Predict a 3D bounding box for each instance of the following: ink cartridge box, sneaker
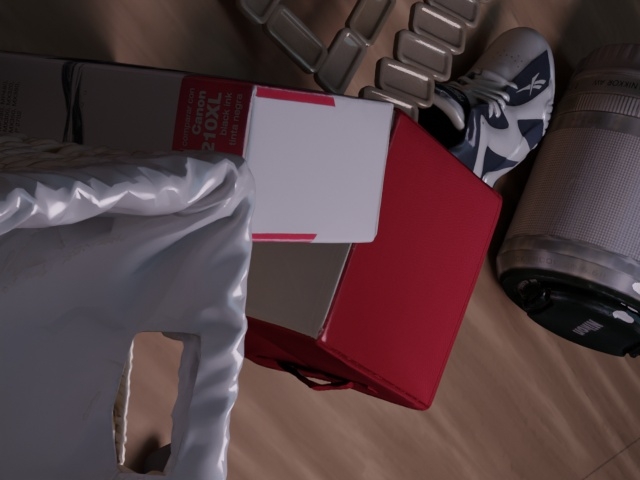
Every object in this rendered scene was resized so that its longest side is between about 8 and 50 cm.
[{"bbox_3d":[-0.099,-0.063,1.286,0.172,0.237,0.100,1,97,-58],"label":"ink cartridge box"},{"bbox_3d":[0.136,-0.126,1.776,0.235,0.094,0.153,-54,152,-16],"label":"sneaker"}]

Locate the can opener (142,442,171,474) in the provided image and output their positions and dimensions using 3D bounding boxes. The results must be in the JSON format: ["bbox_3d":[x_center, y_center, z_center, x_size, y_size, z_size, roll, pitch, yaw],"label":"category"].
[{"bbox_3d":[-0.093,0.281,1.460,0.095,0.283,0.076,-26,136,0],"label":"can opener"}]

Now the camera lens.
[{"bbox_3d":[0.316,-0.033,1.982,0.219,0.219,0.274,46,63,-54],"label":"camera lens"}]

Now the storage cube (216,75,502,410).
[{"bbox_3d":[0.000,0.000,1.521,0.193,0.184,0.215,34,73,-56],"label":"storage cube"}]

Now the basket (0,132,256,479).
[{"bbox_3d":[-0.238,0.101,1.095,0.331,0.266,0.328,-11,111,-56],"label":"basket"}]

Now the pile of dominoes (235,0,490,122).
[{"bbox_3d":[0.041,-0.211,1.599,0.196,0.040,0.251,44,56,-23],"label":"pile of dominoes"}]
